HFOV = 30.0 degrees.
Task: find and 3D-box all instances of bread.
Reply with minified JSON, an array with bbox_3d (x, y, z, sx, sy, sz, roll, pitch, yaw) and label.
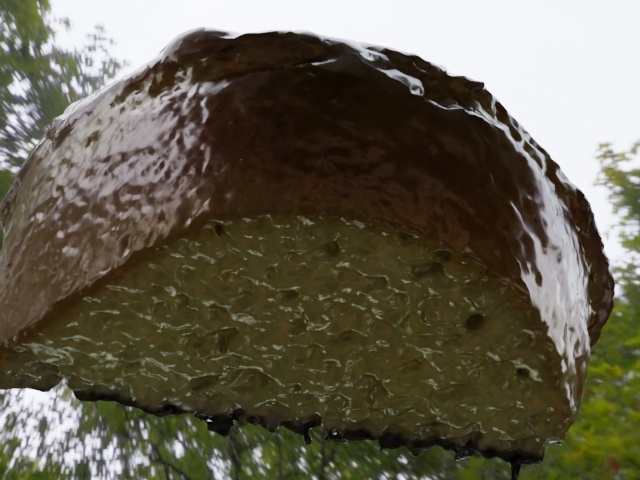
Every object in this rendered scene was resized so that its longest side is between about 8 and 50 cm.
[{"bbox_3d":[-0.004,-0.008,0.450,0.260,0.129,0.134,6,-52,-2],"label":"bread"}]
